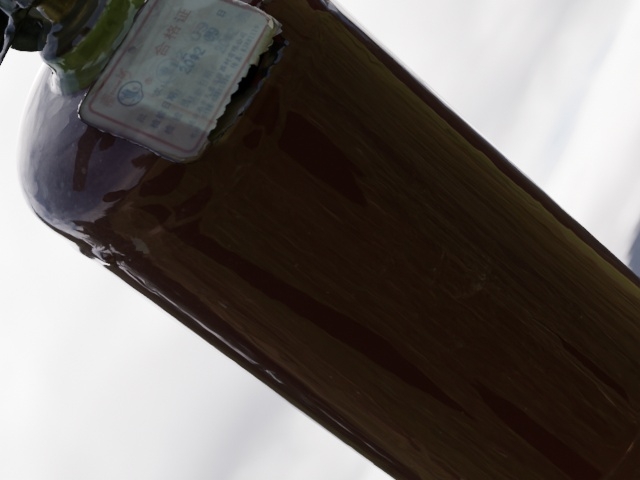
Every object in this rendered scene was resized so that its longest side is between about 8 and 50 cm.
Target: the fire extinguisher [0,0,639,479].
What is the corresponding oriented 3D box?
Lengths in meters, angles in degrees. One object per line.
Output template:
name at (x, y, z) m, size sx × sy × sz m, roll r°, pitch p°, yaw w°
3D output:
fire extinguisher at (0.000, 0.000, 0.480) m, size 0.269 × 0.105 × 0.105 m, roll 39°, pitch -104°, yaw -32°
